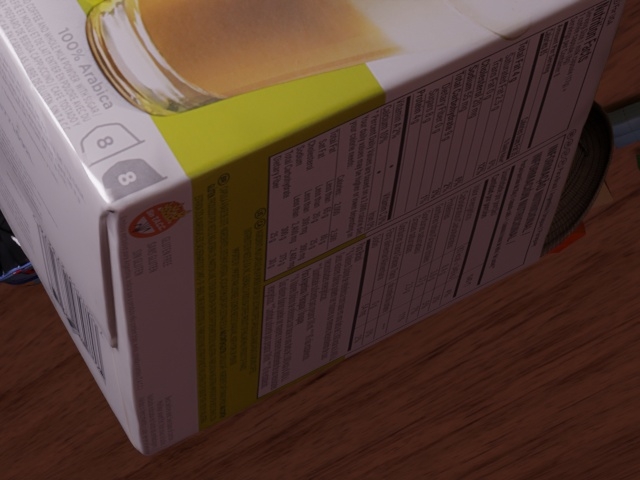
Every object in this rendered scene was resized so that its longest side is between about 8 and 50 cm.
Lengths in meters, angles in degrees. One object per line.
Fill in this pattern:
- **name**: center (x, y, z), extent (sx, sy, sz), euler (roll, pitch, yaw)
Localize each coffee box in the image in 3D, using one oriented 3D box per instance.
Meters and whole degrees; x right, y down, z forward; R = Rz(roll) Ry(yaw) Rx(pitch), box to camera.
- **coffee box**: center (-0.052, -0.126, 1.052), extent (0.334, 0.337, 0.338), euler (-26, 155, -16)

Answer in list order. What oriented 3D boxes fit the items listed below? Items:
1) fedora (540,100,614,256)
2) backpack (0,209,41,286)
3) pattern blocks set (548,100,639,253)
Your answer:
- **fedora**: center (0.120, -0.087, 1.398), extent (0.244, 0.275, 0.124), euler (-14, 119, 27)
- **backpack**: center (-0.248, -0.038, 1.409), extent (0.158, 0.173, 0.117), euler (-25, 149, 23)
- **pattern blocks set**: center (0.202, -0.050, 1.695), extent (0.325, 0.026, 0.285), euler (-15, 152, 8)
